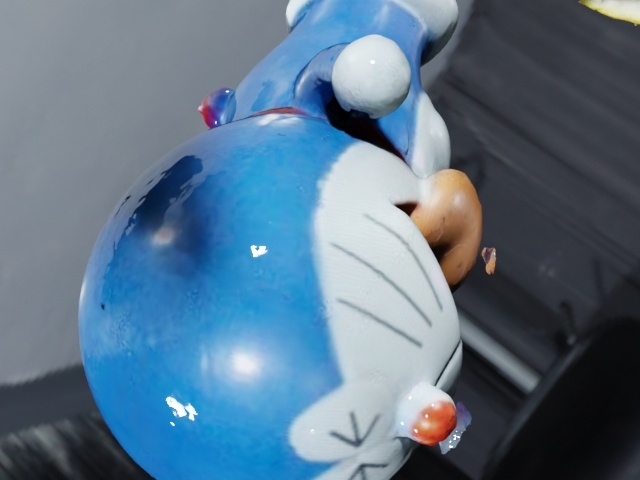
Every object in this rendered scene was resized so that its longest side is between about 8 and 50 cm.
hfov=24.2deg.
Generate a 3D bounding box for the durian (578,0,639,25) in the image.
[{"bbox_3d":[0.179,-0.189,0.664,0.249,0.183,0.138,24,64,-43],"label":"durian"}]

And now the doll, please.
[{"bbox_3d":[0.000,0.000,0.636,0.215,0.161,0.257,96,11,-50],"label":"doll"}]
